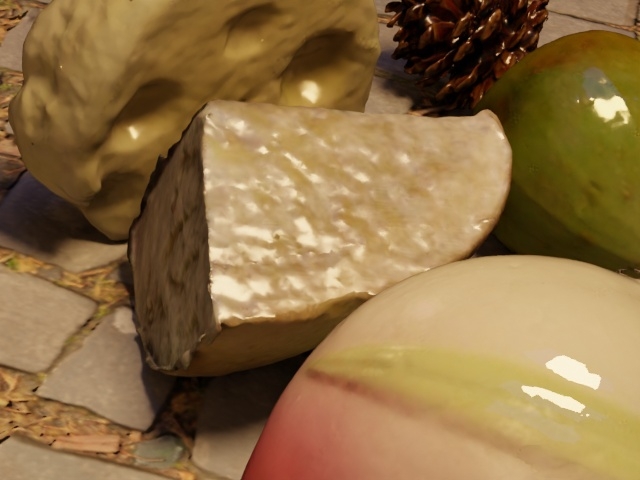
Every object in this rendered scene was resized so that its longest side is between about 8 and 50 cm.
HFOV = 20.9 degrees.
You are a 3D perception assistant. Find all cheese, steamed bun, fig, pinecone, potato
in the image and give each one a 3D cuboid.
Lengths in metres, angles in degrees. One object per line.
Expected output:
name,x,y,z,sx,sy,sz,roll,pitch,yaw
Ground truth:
cheese,-0.092,-0.131,1.412,0.318,0.326,0.115,-40,54,-6
steamed bun,0.078,0.165,0.973,0.309,0.309,0.309,8,31,-5
fig,0.224,-0.058,1.475,0.207,0.207,0.230,4,65,-12
pinecone,0.139,-0.211,1.709,0.173,0.173,0.173,8,31,-5
potato,0.002,0.024,1.288,0.264,0.189,0.211,0,56,-17
